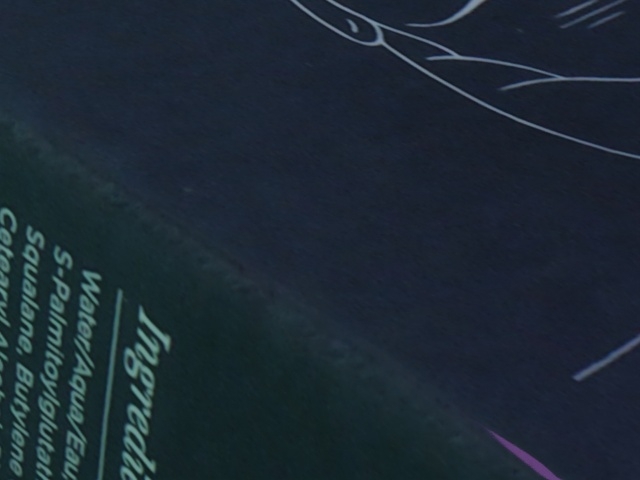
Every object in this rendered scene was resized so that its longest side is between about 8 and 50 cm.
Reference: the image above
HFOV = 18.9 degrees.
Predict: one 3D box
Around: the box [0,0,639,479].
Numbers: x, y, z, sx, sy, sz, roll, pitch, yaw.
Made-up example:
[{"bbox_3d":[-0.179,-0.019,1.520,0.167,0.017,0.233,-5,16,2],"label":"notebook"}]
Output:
[{"bbox_3d":[0.000,0.000,0.545,0.395,0.212,0.293,33,40,32],"label":"box"}]
